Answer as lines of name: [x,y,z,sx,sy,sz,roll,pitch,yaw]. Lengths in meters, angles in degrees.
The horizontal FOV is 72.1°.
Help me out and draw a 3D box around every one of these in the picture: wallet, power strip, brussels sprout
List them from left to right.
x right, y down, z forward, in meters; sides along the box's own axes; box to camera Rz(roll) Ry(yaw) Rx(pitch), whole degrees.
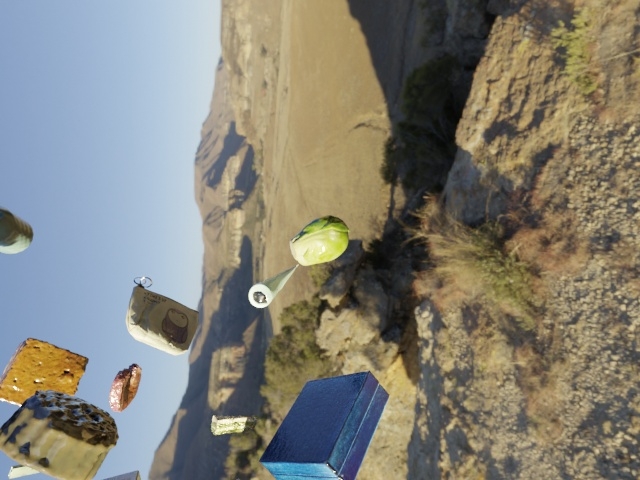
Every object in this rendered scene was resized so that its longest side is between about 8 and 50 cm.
power strip: [-1.162,0.909,1.751,0.019,0.136,0.050,27,98,38]
wallet: [-0.653,0.325,1.822,0.068,0.335,0.274,-36,36,29]
brussels sprout: [0.005,-0.002,1.309,0.146,0.183,0.131,-18,94,52]

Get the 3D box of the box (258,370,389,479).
box: [0.015,0.501,1.176,0.262,0.116,0.279,-27,18,42]

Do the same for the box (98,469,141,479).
box: [-0.545,0.696,1.106,0.233,0.150,0.066,-148,47,-74]

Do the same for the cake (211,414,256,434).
cake: [-0.266,0.572,1.362,0.055,0.140,0.051,171,106,-75]

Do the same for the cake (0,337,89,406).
cake: [-0.897,0.434,1.401,0.293,0.199,0.196,-21,48,48]

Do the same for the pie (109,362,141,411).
pie: [-0.858,0.646,1.942,0.218,0.054,0.204,-73,-5,-78]

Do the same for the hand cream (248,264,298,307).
hand cream: [-0.137,0.143,1.375,0.109,0.067,0.321,-55,-8,11]

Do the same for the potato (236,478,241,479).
potato: [-0.117,0.794,1.214,0.229,0.266,0.229,-163,90,-71]

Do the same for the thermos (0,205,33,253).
thermos: [-1.158,-0.050,1.547,0.286,0.183,0.144,128,136,-71]

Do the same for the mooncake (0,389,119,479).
mooncake: [-0.561,0.419,0.961,0.124,0.228,0.228,-61,3,-19]
